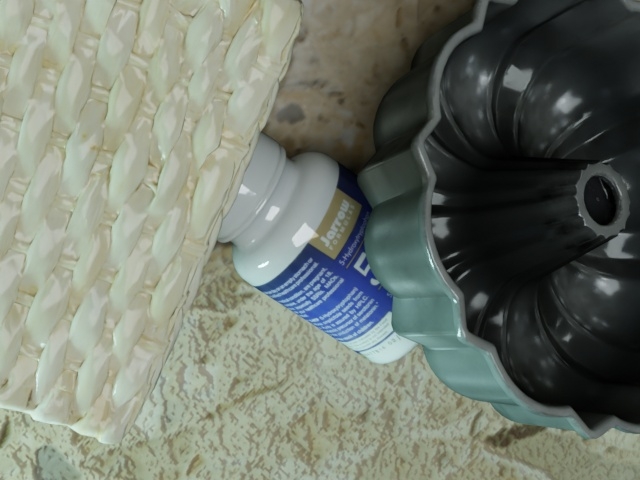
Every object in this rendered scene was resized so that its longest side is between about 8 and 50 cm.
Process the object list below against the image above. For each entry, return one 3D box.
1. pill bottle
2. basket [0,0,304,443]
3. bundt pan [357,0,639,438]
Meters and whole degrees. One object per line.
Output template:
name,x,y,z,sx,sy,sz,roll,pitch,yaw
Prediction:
pill bottle,0.000,0.000,1.223,0.187,0.112,0.112,33,100,-20
basket,-0.211,-0.095,1.069,0.328,0.266,0.331,21,102,-16
bundt pan,0.159,-0.021,1.185,0.331,0.124,0.330,7,78,-35
